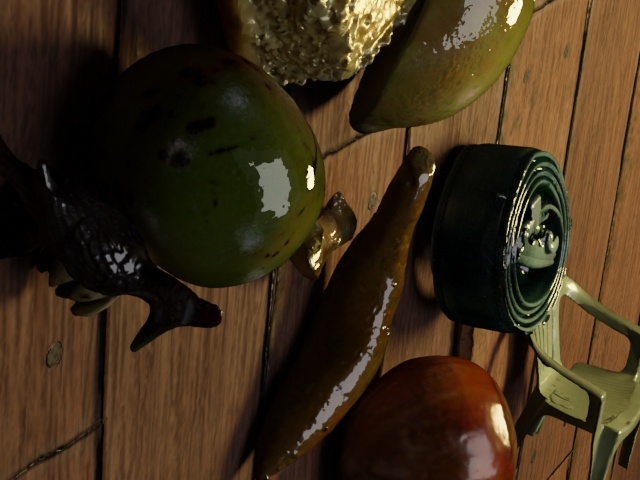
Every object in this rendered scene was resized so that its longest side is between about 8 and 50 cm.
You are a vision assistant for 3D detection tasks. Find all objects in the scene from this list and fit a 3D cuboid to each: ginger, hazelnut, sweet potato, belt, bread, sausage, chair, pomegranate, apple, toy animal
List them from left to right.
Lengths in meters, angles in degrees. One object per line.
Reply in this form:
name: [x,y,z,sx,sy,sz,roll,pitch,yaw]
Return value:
toy animal: [-0.151,0.004,1.116,0.070,0.202,0.105,-51,171,-37]
pomegranate: [-0.094,-0.034,1.223,0.210,0.179,0.179,-52,162,18]
ginger: [0.001,-0.005,1.585,0.057,0.044,0.137,67,30,-12]
bread: [0.008,-0.235,1.350,0.245,0.121,0.174,-57,146,-32]
sweet potato: [0.034,0.074,1.636,0.108,0.079,0.346,-15,130,-85]
hazelnut: [0.111,0.224,1.817,0.214,0.176,0.214,-12,111,-32]
apple: [0.101,-0.167,1.512,0.193,0.120,0.265,-60,-173,5]
sausage: [0.176,0.098,2.052,0.026,0.026,0.116,-39,138,-52]
belt: [0.205,0.000,1.940,0.267,0.116,0.207,33,68,-64]
chair: [0.336,0.202,2.309,0.203,0.190,0.275,-36,145,-56]
